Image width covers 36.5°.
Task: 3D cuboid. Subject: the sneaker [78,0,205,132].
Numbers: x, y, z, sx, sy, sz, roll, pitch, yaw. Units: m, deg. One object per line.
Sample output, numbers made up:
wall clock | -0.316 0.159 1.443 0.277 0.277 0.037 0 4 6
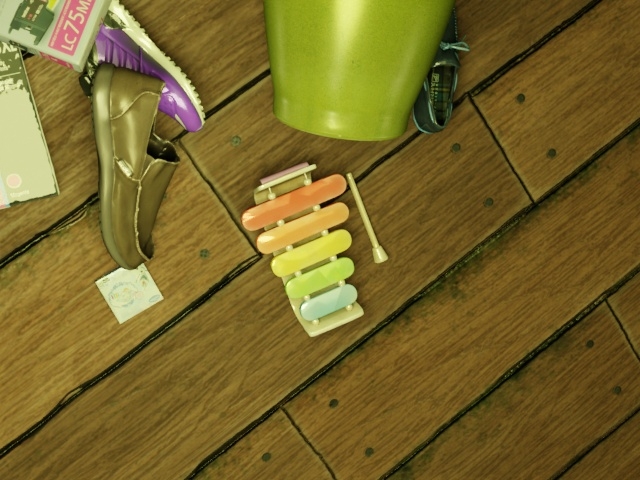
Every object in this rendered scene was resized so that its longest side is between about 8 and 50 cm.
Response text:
sneaker | -0.326 -0.274 1.634 0.146 0.102 0.293 -43 102 -7

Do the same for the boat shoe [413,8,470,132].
boat shoe | 0.230 -0.330 1.806 0.109 0.089 0.259 -8 102 -17

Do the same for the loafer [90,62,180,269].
loafer | -0.298 -0.110 1.600 0.130 0.134 0.366 -1 122 -3

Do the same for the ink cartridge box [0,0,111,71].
ink cartridge box | -0.489 -0.410 1.524 0.311 0.065 0.186 21 85 -3

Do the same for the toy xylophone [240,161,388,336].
toy xylophone | 0.000 0.000 1.794 0.236 0.081 0.323 -30 108 -11

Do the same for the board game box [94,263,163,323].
board game box | -0.341 0.088 1.731 0.090 0.020 0.090 -30 107 -11

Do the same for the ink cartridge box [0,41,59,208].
ink cartridge box | -0.561 -0.232 1.584 0.175 0.069 0.371 -16 102 -15

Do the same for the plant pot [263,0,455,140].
plant pot | 0.057 -0.364 1.633 0.366 0.366 0.353 1 111 -18
